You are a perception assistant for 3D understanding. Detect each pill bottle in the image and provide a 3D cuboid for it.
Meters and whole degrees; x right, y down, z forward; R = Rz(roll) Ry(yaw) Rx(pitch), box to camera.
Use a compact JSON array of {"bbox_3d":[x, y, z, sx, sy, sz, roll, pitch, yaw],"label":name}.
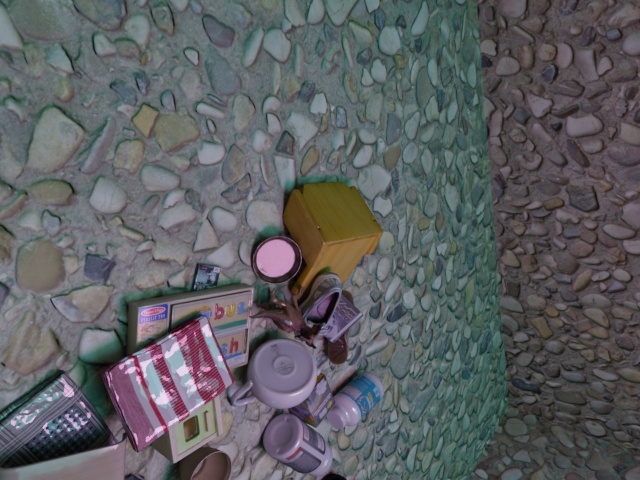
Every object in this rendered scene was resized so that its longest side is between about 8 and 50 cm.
[{"bbox_3d":[-0.076,0.773,1.900,0.161,0.161,0.283,-59,136,-23],"label":"pill bottle"},{"bbox_3d":[0.143,0.681,2.149,0.264,0.146,0.146,-30,120,-42],"label":"pill bottle"}]

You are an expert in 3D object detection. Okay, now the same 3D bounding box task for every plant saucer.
[{"bbox_3d":[-0.148,0.063,1.711,0.169,0.029,0.168,-6,107,-19],"label":"plant saucer"}]

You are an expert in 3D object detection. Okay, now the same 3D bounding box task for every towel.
[{"bbox_3d":[-0.400,0.375,1.381,0.329,0.037,0.237,-29,103,-42],"label":"towel"},{"bbox_3d":[-0.677,0.526,1.220,0.324,0.056,0.312,-41,128,-35],"label":"towel"}]

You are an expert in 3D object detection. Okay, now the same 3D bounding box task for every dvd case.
[{"bbox_3d":[-0.351,0.133,1.547,0.087,0.013,0.119,13,90,-50],"label":"dvd case"},{"bbox_3d":[0.039,0.275,1.931,0.164,0.018,0.221,-43,119,4],"label":"dvd case"}]

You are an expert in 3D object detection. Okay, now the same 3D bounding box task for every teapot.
[{"bbox_3d":[-0.140,0.474,1.737,0.187,0.256,0.252,106,4,-46],"label":"teapot"}]

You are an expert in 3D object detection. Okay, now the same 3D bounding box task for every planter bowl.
[{"bbox_3d":[-0.372,0.715,1.580,0.162,0.109,0.162,-13,108,-47],"label":"planter bowl"}]

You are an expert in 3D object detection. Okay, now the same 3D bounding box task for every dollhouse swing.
[{"bbox_3d":[0.000,0.000,1.895,0.347,0.305,0.315,-12,66,-48],"label":"dollhouse swing"}]

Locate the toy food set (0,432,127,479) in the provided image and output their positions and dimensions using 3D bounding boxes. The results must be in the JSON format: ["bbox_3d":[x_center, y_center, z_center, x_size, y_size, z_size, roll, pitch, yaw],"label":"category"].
[{"bbox_3d":[-0.619,0.603,1.218,0.306,0.092,0.219,2,95,-41],"label":"toy food set"}]

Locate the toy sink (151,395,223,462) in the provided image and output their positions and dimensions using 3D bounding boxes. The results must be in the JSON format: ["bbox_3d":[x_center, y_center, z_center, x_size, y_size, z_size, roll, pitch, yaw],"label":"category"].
[{"bbox_3d":[-0.377,0.516,1.511,0.234,0.131,0.152,-19,113,-46],"label":"toy sink"}]

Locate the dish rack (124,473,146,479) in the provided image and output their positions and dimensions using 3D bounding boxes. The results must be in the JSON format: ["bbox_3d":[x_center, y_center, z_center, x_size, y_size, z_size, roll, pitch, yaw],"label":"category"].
[{"bbox_3d":[-0.488,0.803,1.438,0.271,0.074,0.208,54,40,-32],"label":"dish rack"}]

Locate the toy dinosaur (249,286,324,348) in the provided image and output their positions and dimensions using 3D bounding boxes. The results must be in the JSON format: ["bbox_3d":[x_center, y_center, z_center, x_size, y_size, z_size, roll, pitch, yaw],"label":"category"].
[{"bbox_3d":[-0.096,0.267,1.686,0.127,0.200,0.296,-40,156,19],"label":"toy dinosaur"}]

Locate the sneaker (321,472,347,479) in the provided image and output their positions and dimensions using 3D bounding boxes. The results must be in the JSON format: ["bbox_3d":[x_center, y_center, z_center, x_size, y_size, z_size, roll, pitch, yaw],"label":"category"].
[{"bbox_3d":[0.100,1.105,2.168,0.483,0.185,0.202,16,90,-51],"label":"sneaker"}]

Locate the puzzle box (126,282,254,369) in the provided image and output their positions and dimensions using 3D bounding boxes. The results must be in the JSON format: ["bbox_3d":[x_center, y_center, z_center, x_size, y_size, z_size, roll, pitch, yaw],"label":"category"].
[{"bbox_3d":[-0.374,0.284,1.512,0.409,0.052,0.272,-7,106,-48],"label":"puzzle box"}]

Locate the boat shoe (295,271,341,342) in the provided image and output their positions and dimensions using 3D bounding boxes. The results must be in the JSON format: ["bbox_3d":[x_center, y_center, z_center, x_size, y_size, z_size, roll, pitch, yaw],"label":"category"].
[{"bbox_3d":[-0.007,0.261,1.827,0.118,0.103,0.320,13,121,-23],"label":"boat shoe"}]

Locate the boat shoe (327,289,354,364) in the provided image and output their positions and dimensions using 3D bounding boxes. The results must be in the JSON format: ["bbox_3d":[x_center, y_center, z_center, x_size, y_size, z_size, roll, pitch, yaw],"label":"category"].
[{"bbox_3d":[0.077,0.340,2.042,0.098,0.109,0.302,-88,-179,-81],"label":"boat shoe"}]

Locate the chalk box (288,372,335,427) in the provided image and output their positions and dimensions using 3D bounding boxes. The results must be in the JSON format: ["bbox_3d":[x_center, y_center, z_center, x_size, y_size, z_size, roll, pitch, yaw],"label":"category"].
[{"bbox_3d":[-0.042,0.605,1.929,0.132,0.132,0.213,-42,129,-37],"label":"chalk box"}]
